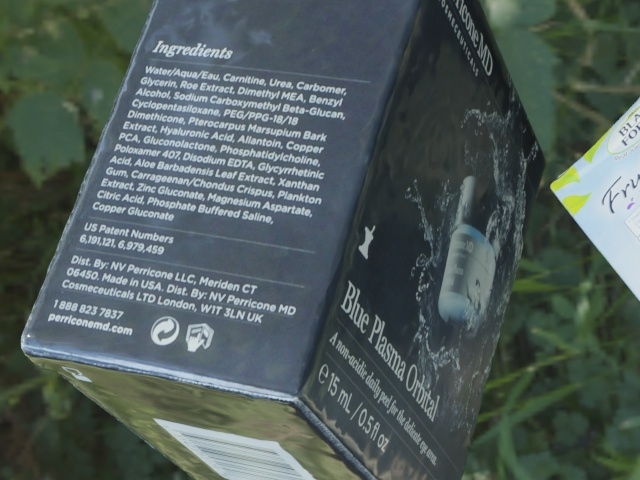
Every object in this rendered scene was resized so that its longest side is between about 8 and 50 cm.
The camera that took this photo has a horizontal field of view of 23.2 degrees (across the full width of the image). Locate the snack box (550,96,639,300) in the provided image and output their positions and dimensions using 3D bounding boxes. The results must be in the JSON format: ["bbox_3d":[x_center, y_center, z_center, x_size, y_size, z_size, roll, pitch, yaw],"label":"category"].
[{"bbox_3d":[0.166,0.056,0.370,0.070,0.174,0.207,-47,33,12],"label":"snack box"}]

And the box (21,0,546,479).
[{"bbox_3d":[0.000,0.000,0.512,0.093,0.156,0.158,8,68,24],"label":"box"}]
